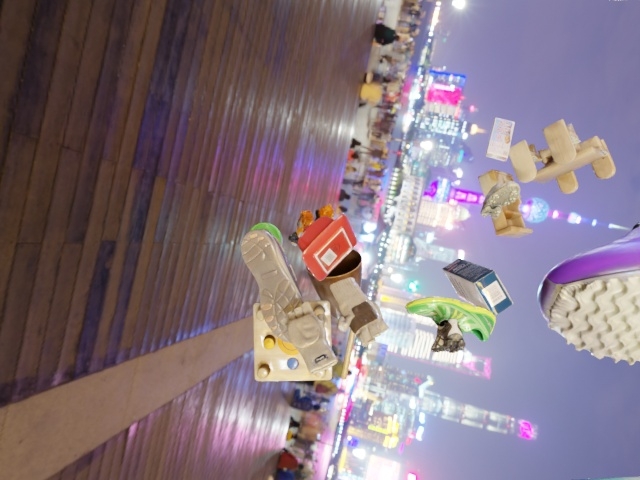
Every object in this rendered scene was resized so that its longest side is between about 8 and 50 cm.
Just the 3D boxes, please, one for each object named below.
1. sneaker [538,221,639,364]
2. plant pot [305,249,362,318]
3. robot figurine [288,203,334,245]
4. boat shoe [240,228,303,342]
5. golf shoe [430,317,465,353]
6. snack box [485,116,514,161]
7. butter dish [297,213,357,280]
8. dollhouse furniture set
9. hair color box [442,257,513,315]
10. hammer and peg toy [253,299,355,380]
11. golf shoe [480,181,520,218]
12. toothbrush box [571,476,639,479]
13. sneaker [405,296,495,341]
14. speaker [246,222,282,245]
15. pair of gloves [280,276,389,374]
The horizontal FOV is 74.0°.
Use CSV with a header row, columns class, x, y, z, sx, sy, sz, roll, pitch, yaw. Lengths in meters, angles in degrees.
class,x,y,z,sx,sy,sz,roll,pitch,yaw
sneaker,0.314,0.005,0.358,0.146,0.292,0.102,-98,177,-50
plant pot,0.069,0.180,1.648,0.215,0.215,0.231,-63,148,-57
robot figurine,-0.036,-0.051,1.951,0.291,0.210,0.085,109,-39,-58
boat shoe,-0.118,0.126,1.268,0.130,0.132,0.356,-45,119,-72
golf shoe,0.381,0.287,1.271,0.198,0.077,0.094,102,-12,-68
snack box,0.575,-0.325,1.356,0.022,0.064,0.178,90,22,-55
butter dish,0.000,0.000,1.133,0.160,0.118,0.160,-46,146,-10
dollhouse furniture set,0.822,-0.199,1.557,0.394,0.361,0.257,-29,-115,46
hair color box,0.684,0.196,1.880,0.174,0.105,0.347,58,-2,-8
hammer and peg toy,-0.036,0.328,1.368,0.127,0.360,0.266,43,46,-87
golf shoe,0.492,-0.132,1.175,0.176,0.069,0.086,103,-1,-69
toothbrush box,0.780,0.641,0.995,0.216,0.295,0.126,48,35,-39
sneaker,0.417,0.254,1.361,0.109,0.295,0.124,108,-5,-74
speaker,-0.207,0.033,1.523,0.296,0.131,0.131,121,-15,-71
pair of gloves,0.036,0.210,1.070,0.240,0.204,0.042,-27,136,-15
